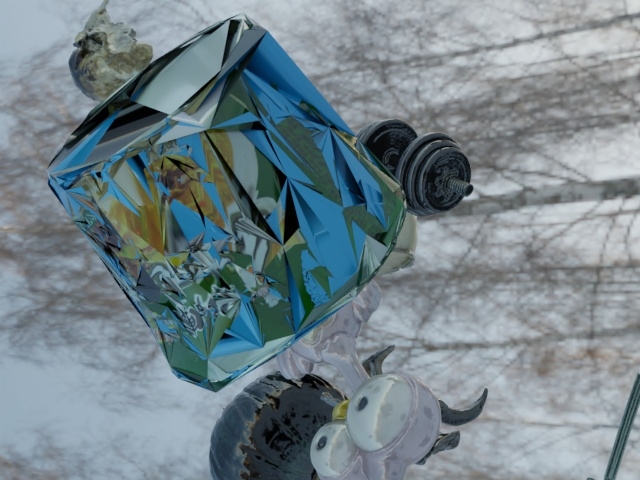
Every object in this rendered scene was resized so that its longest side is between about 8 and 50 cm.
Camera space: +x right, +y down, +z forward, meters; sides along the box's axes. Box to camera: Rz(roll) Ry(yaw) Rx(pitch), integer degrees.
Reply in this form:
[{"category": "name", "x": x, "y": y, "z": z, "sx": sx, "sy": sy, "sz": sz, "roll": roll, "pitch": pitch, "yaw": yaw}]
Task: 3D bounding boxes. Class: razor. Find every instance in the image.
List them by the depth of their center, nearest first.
[{"category": "razor", "x": 0.449, "y": 0.288, "z": 1.606, "sx": 0.037, "sy": 0.068, "sz": 0.191, "roll": 85, "pitch": -154, "yaw": -71}]

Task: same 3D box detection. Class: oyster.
[{"category": "oyster", "x": -0.296, "y": -0.246, "z": 1.486, "sx": 0.107, "sy": 0.233, "sz": 0.161, "roll": -26, "pitch": -72, "yaw": -14}]

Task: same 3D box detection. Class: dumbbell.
[{"category": "dumbbell", "x": 0.103, "y": -0.086, "z": 1.256, "sx": 0.099, "sy": 0.208, "sz": 0.099, "roll": -14, "pitch": -65, "yaw": -31}]

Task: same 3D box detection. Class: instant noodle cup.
[{"category": "instant noodle cup", "x": -0.076, "y": -0.037, "z": 0.797, "sx": 0.178, "sy": 0.240, "sz": 0.240, "roll": 52, "pitch": -129, "yaw": -23}]

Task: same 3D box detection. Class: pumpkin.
[{"category": "pumpkin", "x": -0.072, "y": 0.303, "z": 1.641, "sx": 0.248, "sy": 0.248, "sz": 0.248, "roll": 4, "pitch": -95, "yaw": -49}]

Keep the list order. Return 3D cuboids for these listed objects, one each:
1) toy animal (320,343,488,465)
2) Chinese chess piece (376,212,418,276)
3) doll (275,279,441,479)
[{"category": "toy animal", "x": 0.109, "y": 0.198, "z": 1.274, "sx": 0.197, "sy": 0.272, "sz": 0.160, "roll": -37, "pitch": -92, "yaw": -23}, {"category": "Chinese chess piece", "x": 0.000, "y": 0.000, "z": 1.856, "sx": 0.338, "sy": 0.338, "sz": 0.140, "roll": 4, "pitch": -109, "yaw": -49}, {"category": "doll", "x": 0.029, "y": 0.146, "z": 1.206, "sx": 0.094, "sy": 0.160, "sz": 0.365, "roll": 35, "pitch": -159, "yaw": -38}]
